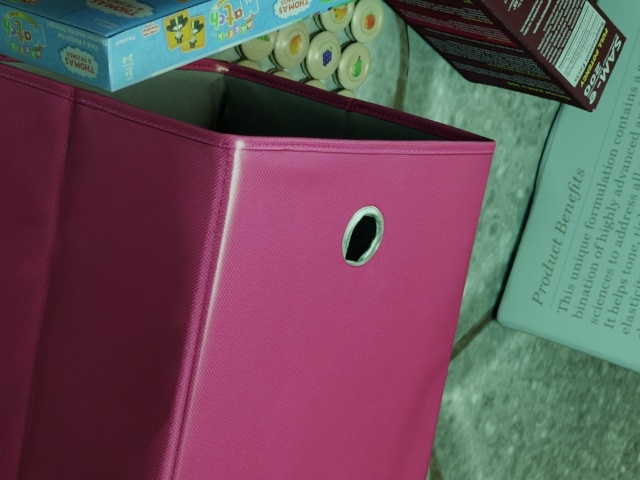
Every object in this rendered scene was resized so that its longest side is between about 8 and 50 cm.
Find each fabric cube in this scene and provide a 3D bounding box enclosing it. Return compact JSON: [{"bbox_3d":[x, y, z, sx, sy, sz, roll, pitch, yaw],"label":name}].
[{"bbox_3d":[-0.080,0.031,1.224,0.254,0.259,0.258,-1,106,-49],"label":"fabric cube"}]

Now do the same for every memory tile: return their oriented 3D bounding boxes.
[{"bbox_3d":[-0.010,-0.139,1.426,0.148,0.012,0.113,12,95,-49],"label":"memory tile"}]

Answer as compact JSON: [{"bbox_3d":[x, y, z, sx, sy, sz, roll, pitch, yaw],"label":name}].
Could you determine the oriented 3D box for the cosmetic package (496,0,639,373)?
[{"bbox_3d":[0.431,-0.008,1.675,0.327,0.393,0.329,16,93,-49],"label":"cosmetic package"}]

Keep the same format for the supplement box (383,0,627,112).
[{"bbox_3d":[0.117,-0.189,1.458,0.239,0.130,0.073,37,76,-49],"label":"supplement box"}]

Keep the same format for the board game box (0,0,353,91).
[{"bbox_3d":[-0.102,-0.154,1.203,0.211,0.160,0.039,-25,123,-40],"label":"board game box"}]
